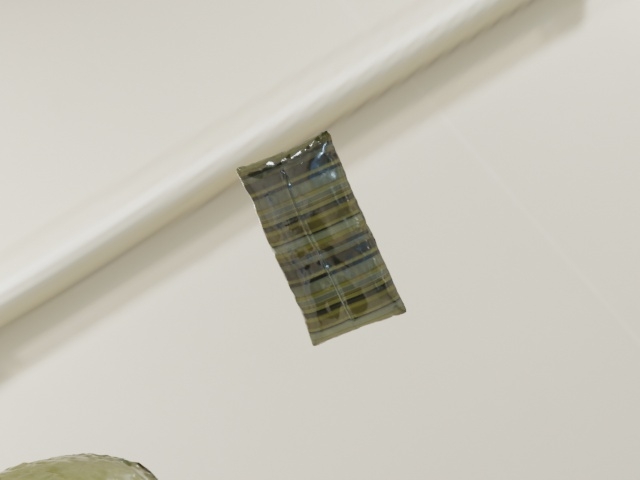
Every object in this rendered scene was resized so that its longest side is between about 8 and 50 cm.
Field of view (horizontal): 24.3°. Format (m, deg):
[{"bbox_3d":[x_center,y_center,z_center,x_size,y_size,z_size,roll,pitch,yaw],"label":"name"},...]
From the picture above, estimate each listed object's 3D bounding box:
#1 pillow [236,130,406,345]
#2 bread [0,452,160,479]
[{"bbox_3d":[0.000,0.000,1.514,0.113,0.203,0.038,-23,6,20],"label":"pillow"},{"bbox_3d":[-0.198,0.325,1.141,0.237,0.320,0.320,-23,-32,-34],"label":"bread"}]
